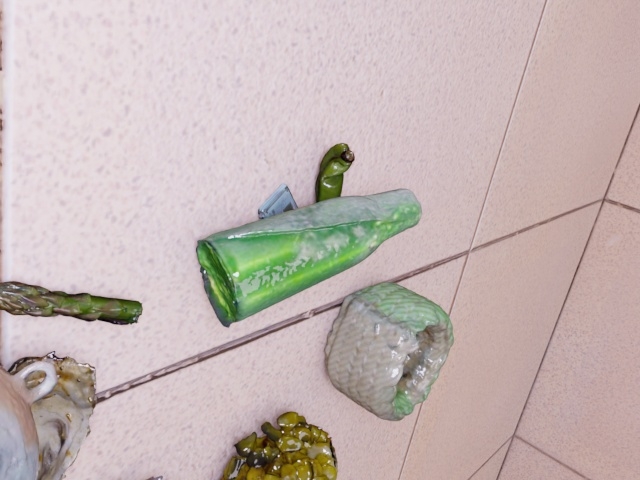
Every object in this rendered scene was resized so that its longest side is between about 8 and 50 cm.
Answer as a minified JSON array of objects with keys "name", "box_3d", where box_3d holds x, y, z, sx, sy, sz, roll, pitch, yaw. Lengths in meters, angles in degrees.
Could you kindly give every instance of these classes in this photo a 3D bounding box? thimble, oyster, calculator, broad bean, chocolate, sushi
[{"name":"thimble","box_3d":[0.113,0.179,1.033,0.219,0.150,0.219,-33,137,-37]},{"name":"oyster","box_3d":[-0.276,0.188,0.597,0.105,0.056,0.177,-4,111,-35]},{"name":"calculator","box_3d":[-0.037,-0.001,0.829,0.057,0.018,0.172,-50,143,-22]},{"name":"broad bean","box_3d":[0.015,-0.055,0.830,0.046,0.061,0.195,-7,136,-16]},{"name":"chocolate","box_3d":[0.000,0.000,0.748,0.291,0.110,0.110,-21,130,-28]},{"name":"sushi","box_3d":[-0.073,0.385,0.929,0.296,0.167,0.179,-20,150,-38]}]

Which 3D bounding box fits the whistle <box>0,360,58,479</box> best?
[{"name":"whistle","box_3d":[-0.342,0.194,0.424,0.347,0.189,0.189,-32,137,-23]}]

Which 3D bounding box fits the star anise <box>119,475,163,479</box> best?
[{"name":"star anise","box_3d":[-0.245,0.371,0.742,0.236,0.093,0.229,-29,129,-46]}]

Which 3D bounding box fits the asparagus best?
[{"name":"asparagus","box_3d":[-0.238,0.060,0.578,0.165,0.036,0.030,20,88,-56]}]
